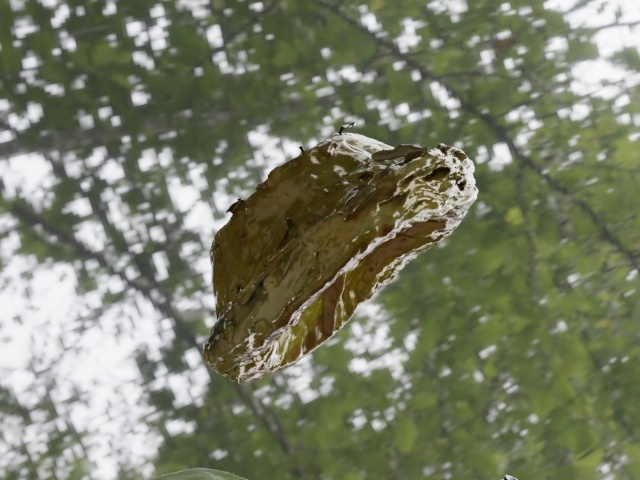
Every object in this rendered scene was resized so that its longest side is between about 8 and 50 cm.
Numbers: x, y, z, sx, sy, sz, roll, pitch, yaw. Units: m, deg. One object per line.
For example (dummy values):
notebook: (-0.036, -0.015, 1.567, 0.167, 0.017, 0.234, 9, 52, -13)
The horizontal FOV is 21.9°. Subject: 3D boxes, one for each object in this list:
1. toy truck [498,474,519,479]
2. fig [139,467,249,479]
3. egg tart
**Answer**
toy truck: (0.120, 0.177, 0.998, 0.074, 0.136, 0.063, 30, -79, -18)
fig: (-0.060, 0.237, 0.979, 0.314, 0.233, 0.233, -42, -104, 29)
egg tart: (0.000, 0.000, 1.372, 0.116, 0.295, 0.295, 49, -53, 10)
